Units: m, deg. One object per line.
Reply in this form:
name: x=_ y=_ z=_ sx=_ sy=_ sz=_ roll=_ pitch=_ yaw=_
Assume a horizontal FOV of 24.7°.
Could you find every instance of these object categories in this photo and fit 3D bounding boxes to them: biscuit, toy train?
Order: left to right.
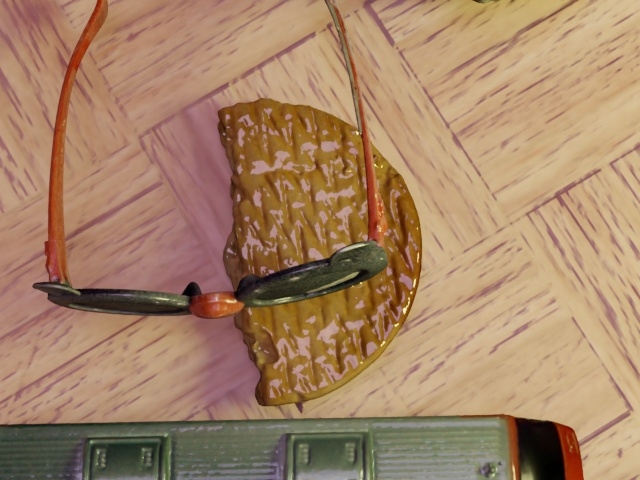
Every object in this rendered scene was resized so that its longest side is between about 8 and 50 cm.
toy train: x=-0.022 y=0.165 z=0.992 sx=0.409 sy=0.089 sz=0.086 roll=-1 pitch=73 yaw=3
biscuit: x=0.000 y=0.000 z=1.050 sx=0.145 sy=0.033 sz=0.224 roll=-12 pitch=76 yaw=1

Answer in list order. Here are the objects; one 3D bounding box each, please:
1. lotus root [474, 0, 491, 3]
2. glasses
lotus root: x=0.110 y=-0.325 z=1.061 sx=0.158 sy=0.140 sz=0.322 roll=-18 pitch=76 yaw=-1
glasses: x=-0.081 y=-0.075 z=1.001 sx=0.234 sy=0.118 sz=0.268 roll=-8 pitch=75 yaw=7
